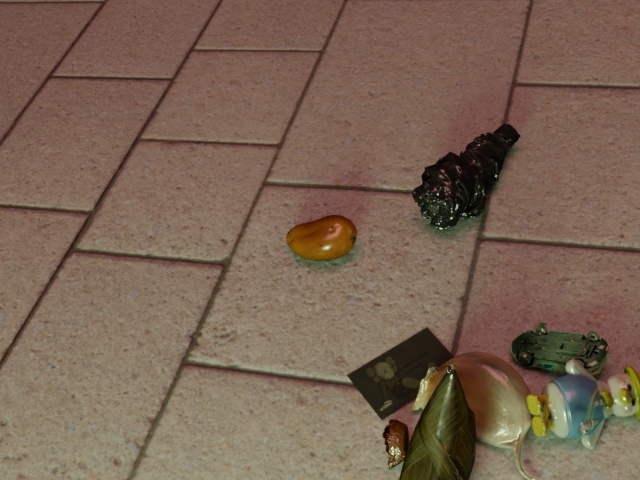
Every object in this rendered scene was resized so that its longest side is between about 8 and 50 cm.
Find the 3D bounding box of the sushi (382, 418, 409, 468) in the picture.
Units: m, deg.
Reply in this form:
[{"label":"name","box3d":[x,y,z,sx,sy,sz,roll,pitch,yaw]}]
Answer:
[{"label":"sushi","box3d":[0.132,0.352,1.650,0.047,0.050,0.099,-7,34,16]}]

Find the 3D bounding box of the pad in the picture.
[{"label":"pad","box3d":[0.161,0.250,1.773,0.190,0.004,0.127,-29,46,-15]}]

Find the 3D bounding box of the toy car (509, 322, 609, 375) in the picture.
[{"label":"toy car","box3d":[0.437,0.205,1.708,0.186,0.058,0.093,3,42,42]}]

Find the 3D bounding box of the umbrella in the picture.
[{"label":"umbrella","box3d":[0.318,-0.155,2.057,0.154,0.128,0.336,24,48,13]}]

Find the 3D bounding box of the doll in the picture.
[{"label":"doll","box3d":[0.472,0.274,1.597,0.241,0.098,0.135,-12,52,-4]}]

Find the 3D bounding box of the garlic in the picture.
[{"label":"garlic","box3d":[0.309,0.289,1.641,0.128,0.148,0.266,-2,25,-44]}]

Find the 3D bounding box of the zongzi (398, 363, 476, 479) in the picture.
[{"label":"zongzi","box3d":[0.185,0.352,1.497,0.112,0.242,0.221,13,48,17]}]

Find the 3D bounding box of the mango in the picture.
[{"label":"mango","box3d":[0.003,0.002,2.002,0.159,0.084,0.105,-15,40,31]}]
